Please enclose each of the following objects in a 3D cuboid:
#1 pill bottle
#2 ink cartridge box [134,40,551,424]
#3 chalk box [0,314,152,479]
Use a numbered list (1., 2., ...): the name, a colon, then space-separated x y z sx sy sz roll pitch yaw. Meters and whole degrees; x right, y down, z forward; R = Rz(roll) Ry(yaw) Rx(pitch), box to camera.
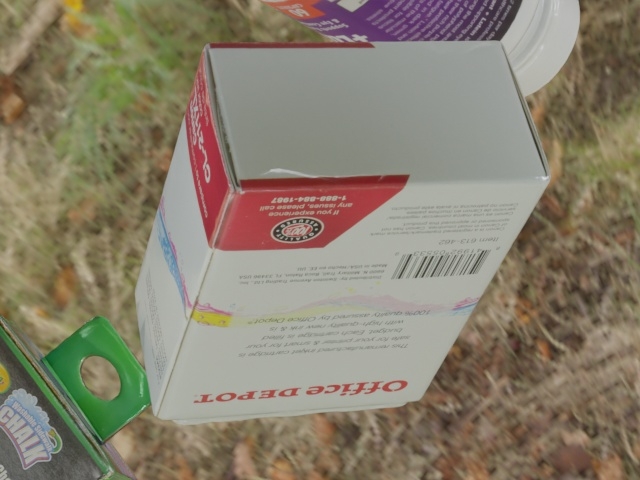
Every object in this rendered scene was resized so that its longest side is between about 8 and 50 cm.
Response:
1. pill bottle: 0.048 -0.143 0.906 0.108 0.193 0.108 -21 58 39
2. ink cartridge box: 0.000 0.000 0.716 0.127 0.175 0.072 -3 57 -19
3. chalk box: -0.203 0.137 1.089 0.213 0.132 0.132 -36 79 -7
